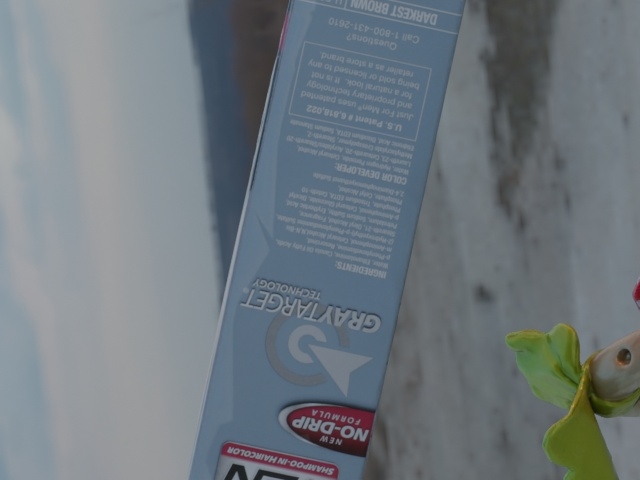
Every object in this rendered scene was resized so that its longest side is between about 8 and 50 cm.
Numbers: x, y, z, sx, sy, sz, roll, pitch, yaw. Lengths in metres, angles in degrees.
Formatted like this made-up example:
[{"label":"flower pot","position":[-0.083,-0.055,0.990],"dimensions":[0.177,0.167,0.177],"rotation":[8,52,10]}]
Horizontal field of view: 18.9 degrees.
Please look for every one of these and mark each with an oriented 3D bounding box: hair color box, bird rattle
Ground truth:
[{"label":"hair color box","position":[0.000,0.000,1.280],"dimensions":[0.185,0.113,0.374],"rotation":[-114,36,-87]},{"label":"bird rattle","position":[0.264,0.079,1.412],"dimensions":[0.253,0.207,0.143],"rotation":[-44,58,38]}]
